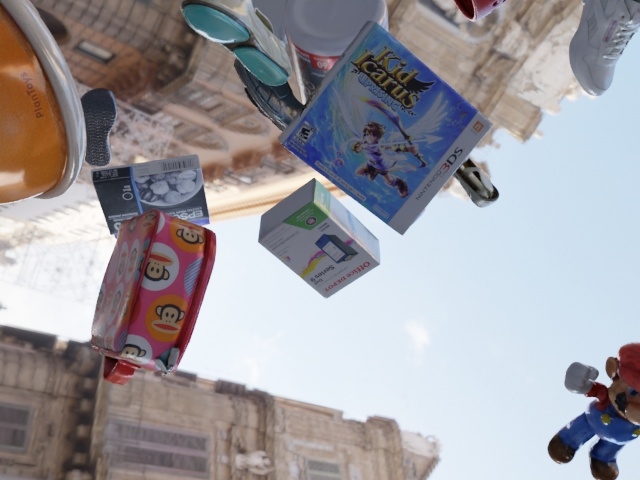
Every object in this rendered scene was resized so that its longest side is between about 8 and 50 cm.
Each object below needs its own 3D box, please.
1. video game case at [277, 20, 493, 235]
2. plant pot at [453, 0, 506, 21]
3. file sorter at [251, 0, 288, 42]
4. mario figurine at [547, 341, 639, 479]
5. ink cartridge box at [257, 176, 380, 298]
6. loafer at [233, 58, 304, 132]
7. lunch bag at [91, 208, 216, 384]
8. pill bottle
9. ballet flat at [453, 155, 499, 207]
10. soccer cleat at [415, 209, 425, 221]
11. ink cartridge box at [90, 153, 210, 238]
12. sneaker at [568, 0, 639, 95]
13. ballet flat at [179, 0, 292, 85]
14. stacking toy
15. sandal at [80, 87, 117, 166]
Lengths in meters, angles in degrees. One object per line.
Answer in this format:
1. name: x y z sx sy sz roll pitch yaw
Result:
1. video game case: 0.109 -0.181 1.187 0.244 0.269 0.061 -52 -161 7
2. plant pot: 0.409 -0.661 1.752 0.174 0.191 0.191 -28 -139 2
3. file sorter: -0.056 -0.638 1.812 0.193 0.173 0.277 36 -59 53
4. mario figurine: 0.503 0.307 1.214 0.170 0.198 0.320 -111 -154 -44
5. ink cartridge box: 0.000 0.000 1.463 0.154 0.212 0.093 -34 -148 25
6. loafer: -0.094 -0.278 1.484 0.084 0.267 0.096 -10 -134 45
7. lunch bag: -0.270 0.094 1.088 0.293 0.120 0.258 -4 -112 64
8. pill bottle: 0.048 -0.375 1.554 0.363 0.210 0.210 74 14 -62
9. ballet flat: 0.322 -0.165 1.591 0.072 0.213 0.068 -46 -171 -26
10. soccer cleat: 0.142 -0.127 1.724 0.248 0.083 0.095 30 -97 14
11. ink cartridge box: -0.330 -0.071 1.429 0.208 0.206 0.045 89 -11 -51
12. sneaker: 0.636 -0.463 1.567 0.152 0.114 0.305 34 -46 53
13. ballet flat: -0.112 -0.301 1.001 0.086 0.248 0.086 -5 -105 21
14. stacking toy: -0.558 -0.114 0.831 0.351 0.350 0.480 -25 -168 48
15. sandal: -0.573 -0.295 1.823 0.254 0.097 0.054 117 -23 -48
